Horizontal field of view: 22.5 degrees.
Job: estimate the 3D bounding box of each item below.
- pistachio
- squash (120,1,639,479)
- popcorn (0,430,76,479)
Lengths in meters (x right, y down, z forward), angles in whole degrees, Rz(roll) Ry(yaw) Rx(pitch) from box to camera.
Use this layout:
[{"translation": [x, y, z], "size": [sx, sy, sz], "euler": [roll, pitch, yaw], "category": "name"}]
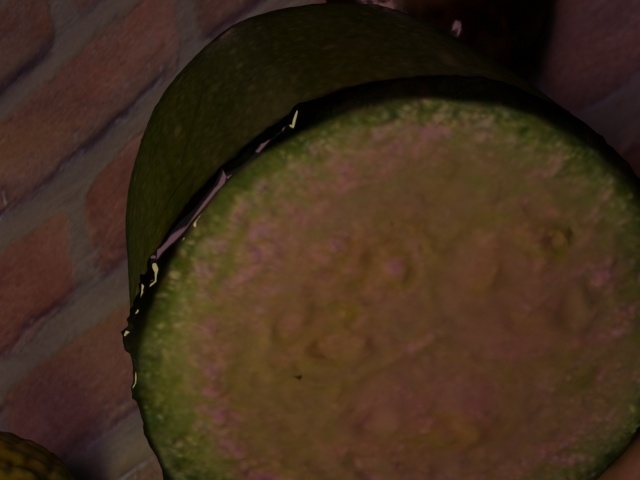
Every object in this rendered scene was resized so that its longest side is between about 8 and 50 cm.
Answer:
[{"translation": [0.074, -0.185, 1.100], "size": [0.165, 0.130, 0.210], "euler": [-19, 55, -5], "category": "pistachio"}, {"translation": [0.026, -0.012, 0.990], "size": [0.310, 0.310, 0.309], "euler": [-51, 23, 17], "category": "squash"}, {"translation": [-0.261, 0.237, 1.257], "size": [0.173, 0.142, 0.173], "euler": [-5, 74, 19], "category": "popcorn"}]
